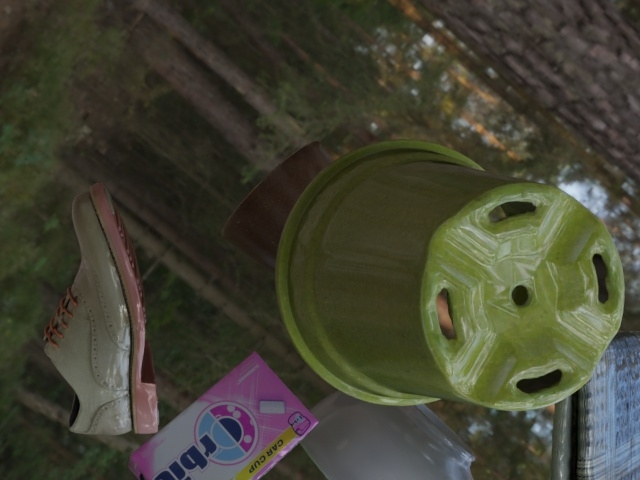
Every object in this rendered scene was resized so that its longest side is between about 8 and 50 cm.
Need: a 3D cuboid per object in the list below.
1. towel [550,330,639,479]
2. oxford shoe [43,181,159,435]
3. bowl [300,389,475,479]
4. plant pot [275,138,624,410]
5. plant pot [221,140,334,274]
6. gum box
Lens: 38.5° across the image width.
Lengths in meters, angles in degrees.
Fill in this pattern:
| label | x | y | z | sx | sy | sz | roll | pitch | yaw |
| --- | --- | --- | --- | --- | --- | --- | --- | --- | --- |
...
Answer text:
| label | x | y | z | sx | sy | sz | roll | pitch | yaw |
| --- | --- | --- | --- | --- | --- | --- | --- | --- | --- |
| towel | 0.337 | 0.270 | 1.083 | 0.056 | 0.324 | 0.312 | -1 | 176 | 32 |
| oxford shoe | -0.313 | 0.114 | 1.265 | 0.140 | 0.146 | 0.397 | -120 | -155 | -63 |
| bowl | 0.111 | 0.289 | 1.225 | 0.134 | 0.298 | 0.298 | -49 | -170 | 0 |
| plant pot | 0.123 | 0.040 | 0.823 | 0.276 | 0.276 | 0.254 | -52 | -165 | -8 |
| plant pot | 0.000 | 0.000 | 1.445 | 0.215 | 0.230 | 0.215 | -43 | 175 | -5 |
| gum box | -0.108 | 0.224 | 0.991 | 0.188 | 0.107 | 0.062 | -39 | 169 | -26 |
